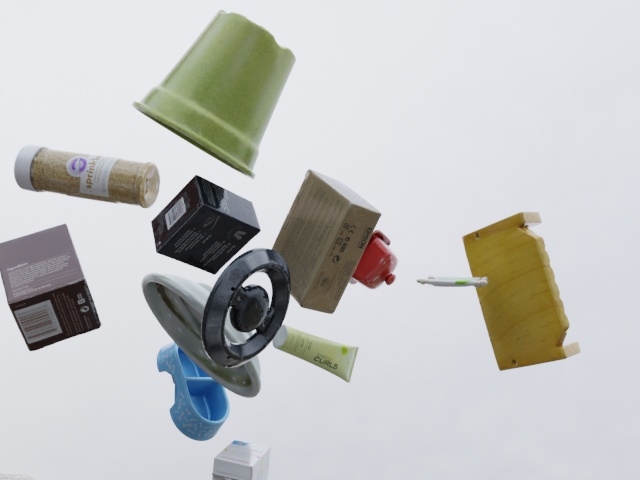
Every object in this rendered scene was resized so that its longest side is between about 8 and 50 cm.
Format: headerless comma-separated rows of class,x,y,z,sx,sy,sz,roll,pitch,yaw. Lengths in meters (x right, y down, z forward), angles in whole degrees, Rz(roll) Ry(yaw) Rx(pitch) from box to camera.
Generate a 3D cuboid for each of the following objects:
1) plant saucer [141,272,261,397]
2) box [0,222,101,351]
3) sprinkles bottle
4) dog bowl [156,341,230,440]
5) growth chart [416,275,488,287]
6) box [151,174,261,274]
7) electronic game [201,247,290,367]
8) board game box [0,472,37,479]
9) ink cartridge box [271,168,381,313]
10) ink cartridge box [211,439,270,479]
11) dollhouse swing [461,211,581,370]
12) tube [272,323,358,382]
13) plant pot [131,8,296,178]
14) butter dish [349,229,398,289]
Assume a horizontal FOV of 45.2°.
plant saucer,-0.272,0.214,1.903,0.400,0.100,0.401,36,-28,22
box,-0.615,0.104,1.737,0.167,0.203,0.169,-19,-43,-17
sprinkles bottle,-0.593,-0.164,1.962,0.355,0.121,0.121,9,-34,11
dog bowl,-0.340,0.393,2.095,0.165,0.297,0.074,11,-42,-46
growth chart,0.305,0.095,1.784,0.171,0.021,0.237,1,-1,15
box,-0.236,-0.029,1.578,0.156,0.093,0.158,-42,-44,24
electronic game,-0.131,0.122,1.397,0.048,0.229,0.229,22,-25,32
board game box,-0.542,0.585,1.329,0.232,0.291,0.141,18,-10,30
ink cartridge box,0.000,0.000,1.564,0.088,0.193,0.235,16,-73,-33
ink cartridge box,-0.179,0.515,1.706,0.092,0.090,0.143,8,7,15
dollhouse swing,0.560,0.115,1.921,0.304,0.347,0.315,-8,-11,-31
tube,-0.005,0.267,1.868,0.240,0.062,0.070,27,-67,-32
plant pot,-0.186,-0.299,1.515,0.276,0.254,0.276,31,0,0
butter dish,0.148,0.072,2.016,0.118,0.160,0.160,41,2,23
